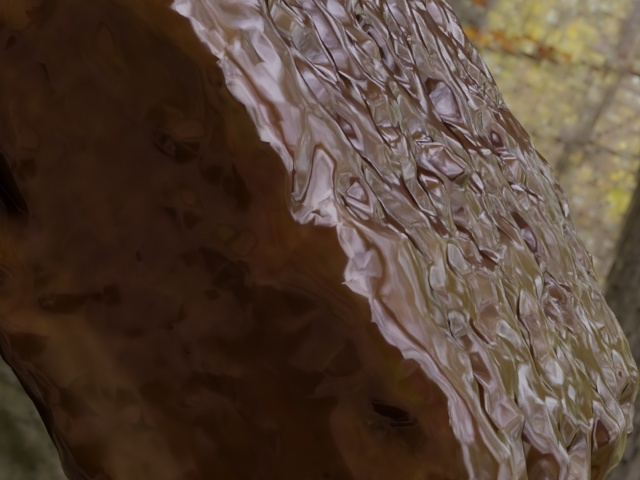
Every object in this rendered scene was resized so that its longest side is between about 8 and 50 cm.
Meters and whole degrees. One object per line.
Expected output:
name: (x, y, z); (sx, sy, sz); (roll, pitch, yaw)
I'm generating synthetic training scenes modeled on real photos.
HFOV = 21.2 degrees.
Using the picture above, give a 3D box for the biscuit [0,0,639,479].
biscuit: (0.000, 0.000, 0.771); (0.343, 0.166, 0.395); (57, 18, -1)
